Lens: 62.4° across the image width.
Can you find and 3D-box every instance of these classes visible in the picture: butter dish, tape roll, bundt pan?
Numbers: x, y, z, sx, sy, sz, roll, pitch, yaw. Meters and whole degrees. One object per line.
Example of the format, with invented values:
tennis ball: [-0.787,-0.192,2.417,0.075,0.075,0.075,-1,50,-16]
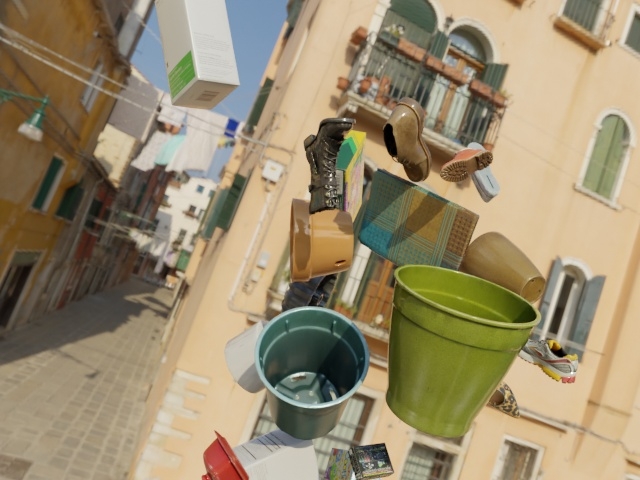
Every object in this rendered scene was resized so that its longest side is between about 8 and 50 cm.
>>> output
butter dish: [-0.299,0.681,1.574,0.160,0.118,0.160,33,-30,53]
tape roll: [-0.242,0.466,2.125,0.246,0.169,0.246,51,17,-22]
bundt pan: [-0.053,0.215,2.169,0.124,0.331,0.331,27,-5,14]

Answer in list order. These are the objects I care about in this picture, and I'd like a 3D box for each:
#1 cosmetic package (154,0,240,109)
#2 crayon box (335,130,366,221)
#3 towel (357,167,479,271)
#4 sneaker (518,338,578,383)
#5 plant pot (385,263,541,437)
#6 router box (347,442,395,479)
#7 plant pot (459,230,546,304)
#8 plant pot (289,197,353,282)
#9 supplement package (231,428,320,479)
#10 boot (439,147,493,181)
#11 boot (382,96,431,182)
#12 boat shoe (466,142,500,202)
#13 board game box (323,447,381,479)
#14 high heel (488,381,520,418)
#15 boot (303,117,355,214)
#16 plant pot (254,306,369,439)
cosmetic package: [-0.391,-0.625,1.668,0.155,0.366,0.197,-6,-11,-41]
crayon box: [0.095,-0.222,2.175,0.106,0.313,0.363,11,-50,13]
towel: [0.285,-0.034,1.622,0.370,0.271,0.040,31,30,34]
sneaker: [0.654,0.321,1.542,0.088,0.093,0.225,0,18,-32]
plant pot: [0.325,0.292,1.364,0.366,0.353,0.366,12,15,-3]
router box: [0.152,0.663,1.582,0.122,0.092,0.038,5,-42,-29]
plant pot: [0.678,0.123,1.921,0.237,0.237,0.254,25,11,-33]
plant pot: [0.000,0.000,1.816,0.203,0.291,0.291,0,-6,-5]
supplement package: [-0.176,0.799,1.856,0.293,0.178,0.175,-14,6,-28]
boot: [0.375,-0.206,1.421,0.084,0.158,0.059,43,-30,55]
boot: [0.234,-0.251,1.480,0.112,0.115,0.305,30,-19,32]
boat shoe: [0.548,-0.234,1.834,0.083,0.226,0.076,0,-31,-13]
board game box: [0.146,1.013,2.324,0.144,0.142,0.275,25,-25,-13]
high heel: [0.495,0.482,1.616,0.261,0.093,0.186,46,36,9]
boot: [0.029,-0.196,1.447,0.091,0.229,0.263,0,-12,-24]
plant pot: [-0.036,0.443,1.675,0.341,0.341,0.334,19,-41,12]
